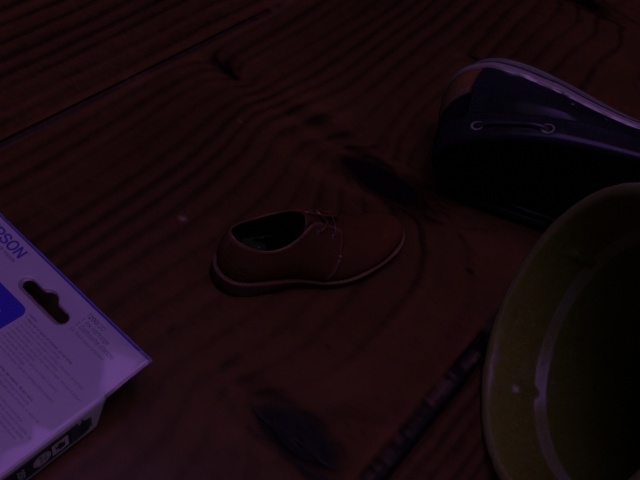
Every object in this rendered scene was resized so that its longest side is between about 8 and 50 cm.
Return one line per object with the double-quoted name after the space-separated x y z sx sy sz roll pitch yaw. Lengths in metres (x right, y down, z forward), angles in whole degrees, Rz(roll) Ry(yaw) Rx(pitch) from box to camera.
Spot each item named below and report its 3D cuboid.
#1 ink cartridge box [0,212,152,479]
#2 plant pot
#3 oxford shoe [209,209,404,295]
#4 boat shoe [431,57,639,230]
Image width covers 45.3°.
-0.279 0.098 0.602 0.206 0.045 0.208 40 53 17 "ink cartridge box"
0.320 0.125 0.651 0.254 0.276 0.276 21 47 -15 "plant pot"
0.000 0.000 0.756 0.212 0.076 0.076 -12 54 -28 "oxford shoe"
0.348 -0.040 0.836 0.500 0.186 0.156 25 53 11 "boat shoe"
